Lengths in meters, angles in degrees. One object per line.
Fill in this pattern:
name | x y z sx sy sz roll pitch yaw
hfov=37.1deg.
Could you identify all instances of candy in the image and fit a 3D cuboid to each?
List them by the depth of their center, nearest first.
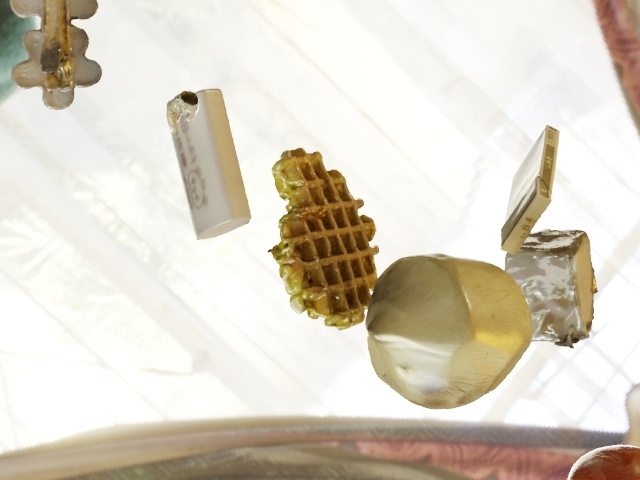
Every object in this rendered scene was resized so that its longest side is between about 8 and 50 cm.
candy | 0.397 0.082 1.637 0.137 0.184 0.195 -6 -169 23

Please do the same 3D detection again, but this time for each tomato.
tomato | 0.556 0.477 1.722 0.188 0.232 0.232 -36 -171 18

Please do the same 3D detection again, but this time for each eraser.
eraser | -0.224 -0.150 1.916 0.095 0.270 0.174 -8 172 -34

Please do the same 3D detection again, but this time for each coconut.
coconut | 0.150 0.116 1.204 0.224 0.224 0.224 -46 -174 6

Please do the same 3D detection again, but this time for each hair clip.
hair clip | -0.425 -0.335 1.520 0.146 0.257 0.075 -6 164 5

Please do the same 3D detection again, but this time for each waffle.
waffle | 0.001 0.000 1.333 0.056 0.249 0.253 -21 -152 33

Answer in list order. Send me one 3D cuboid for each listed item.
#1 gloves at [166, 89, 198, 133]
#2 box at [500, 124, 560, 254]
gloves | -0.169 -0.162 1.178 0.044 0.037 0.081 2 142 -35
box | 0.303 -0.077 1.376 0.198 0.029 0.109 -66 -178 -51
